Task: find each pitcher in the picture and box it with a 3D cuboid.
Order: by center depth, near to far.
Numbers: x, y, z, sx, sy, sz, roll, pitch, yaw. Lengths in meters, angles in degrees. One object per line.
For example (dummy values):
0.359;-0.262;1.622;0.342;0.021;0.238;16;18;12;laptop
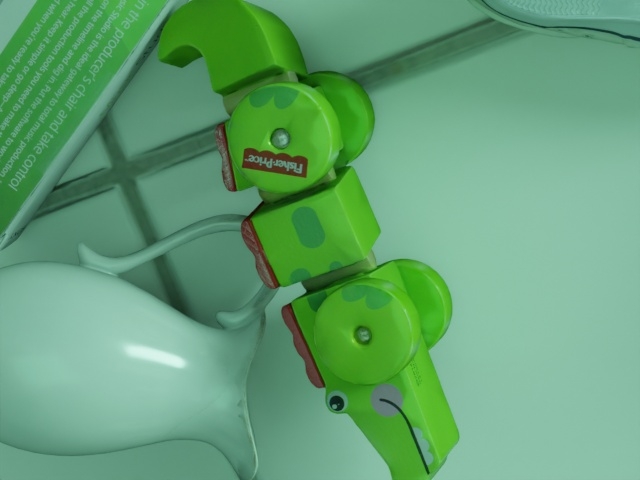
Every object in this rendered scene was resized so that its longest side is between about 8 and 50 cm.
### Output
-0.132;0.059;0.954;0.207;0.125;0.178;10;82;-3;pitcher

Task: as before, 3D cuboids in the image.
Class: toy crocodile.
0.000;0.000;0.914;0.105;0.115;0.340;-21;95;19;toy crocodile

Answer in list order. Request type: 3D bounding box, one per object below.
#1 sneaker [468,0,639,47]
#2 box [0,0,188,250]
0.203;-0.157;0.863;0.258;0.091;0.094;10;99;-14;sneaker
-0.270;-0.179;0.951;0.322;0.058;0.232;39;105;1;box
